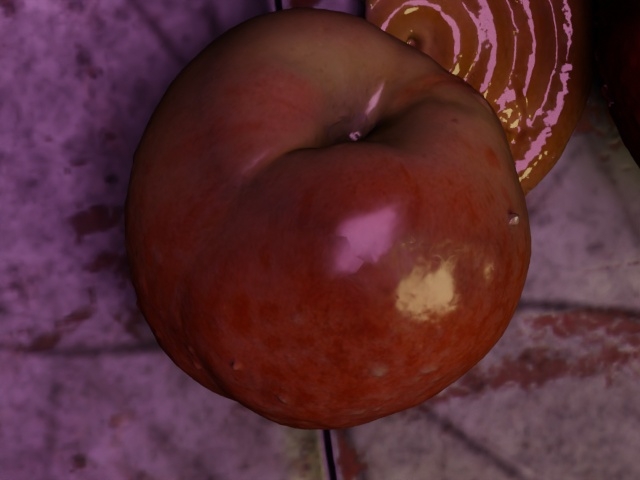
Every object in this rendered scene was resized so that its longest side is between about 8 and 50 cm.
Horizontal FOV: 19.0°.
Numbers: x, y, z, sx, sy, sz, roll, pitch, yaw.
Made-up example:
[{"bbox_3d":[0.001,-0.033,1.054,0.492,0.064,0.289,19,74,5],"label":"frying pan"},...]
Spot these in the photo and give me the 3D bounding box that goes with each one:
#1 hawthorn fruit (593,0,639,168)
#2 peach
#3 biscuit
[{"bbox_3d":[0.310,-0.120,1.023,0.311,0.295,0.295,4,96,-17],"label":"hawthorn fruit"},{"bbox_3d":[0.000,0.000,1.007,0.232,0.232,0.232,-2,97,-13],"label":"peach"},{"bbox_3d":[0.091,-0.111,1.092,0.144,0.033,0.224,-2,98,-13],"label":"biscuit"}]
